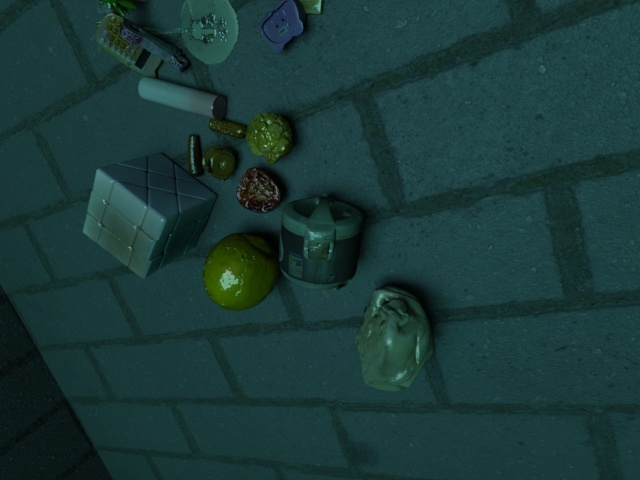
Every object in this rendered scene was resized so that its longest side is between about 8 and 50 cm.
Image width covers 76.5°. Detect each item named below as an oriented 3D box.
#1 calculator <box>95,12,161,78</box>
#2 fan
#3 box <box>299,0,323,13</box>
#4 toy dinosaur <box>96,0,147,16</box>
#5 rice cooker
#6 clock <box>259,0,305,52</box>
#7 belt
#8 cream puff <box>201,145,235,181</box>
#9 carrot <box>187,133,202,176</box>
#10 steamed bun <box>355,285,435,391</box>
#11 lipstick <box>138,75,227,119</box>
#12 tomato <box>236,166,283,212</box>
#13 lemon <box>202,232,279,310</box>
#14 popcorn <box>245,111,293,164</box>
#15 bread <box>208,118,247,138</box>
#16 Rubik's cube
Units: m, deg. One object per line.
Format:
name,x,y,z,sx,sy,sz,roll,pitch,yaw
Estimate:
calculator,-0.671,-0.694,1.440,0.237,0.033,0.157,28,129,-34
fan,-0.461,-0.730,1.407,0.415,0.012,0.232,6,113,22
box,-0.023,-0.754,1.198,0.073,0.020,0.148,16,117,19
toy dinosaur,-0.701,-0.830,1.409,0.194,0.177,0.152,-20,98,0
rice cooker,-0.001,-0.003,1.354,0.289,0.288,0.276,15,118,18
clock,-0.108,-0.659,1.246,0.153,0.050,0.110,-22,105,40
belt,-0.571,-0.673,1.405,0.232,0.071,0.053,27,136,-28
cream puff,-0.373,-0.288,1.500,0.104,0.119,0.133,39,166,38
carrot,-0.488,-0.326,1.569,0.055,0.055,0.161,10,113,20
steamed bun,0.274,0.338,1.389,0.238,0.394,0.346,11,77,-6
lipstick,-0.501,-0.517,1.472,0.327,0.087,0.087,20,118,15
tomato,-0.211,-0.177,1.489,0.174,0.082,0.166,36,117,11
lemon,-0.299,0.117,1.538,0.297,0.297,0.296,9,115,21
popcorn,-0.170,-0.343,1.365,0.180,0.170,0.179,-16,67,40
bread,-0.336,-0.407,1.469,0.157,0.044,0.052,18,123,17
Rubik's cube,-0.659,-0.106,1.580,0.319,0.322,0.315,37,122,5
